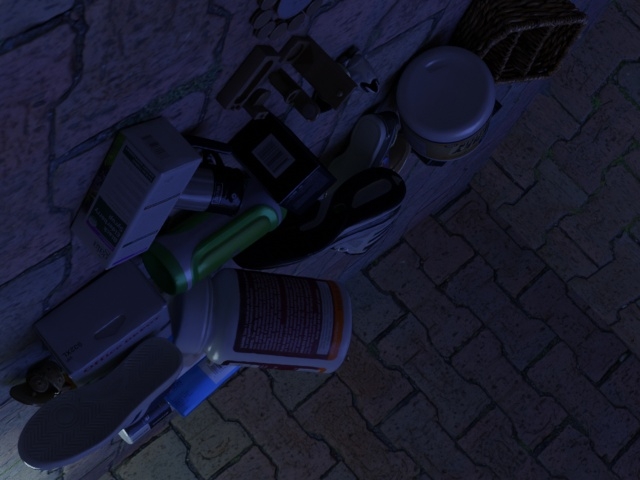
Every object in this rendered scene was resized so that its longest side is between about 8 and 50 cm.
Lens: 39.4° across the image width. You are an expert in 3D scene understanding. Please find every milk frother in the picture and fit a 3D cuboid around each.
[{"bbox_3d":[-0.215,-0.107,1.499,0.135,0.129,0.143,7,173,-31],"label":"milk frother"}]

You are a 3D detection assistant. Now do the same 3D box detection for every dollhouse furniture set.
[{"bbox_3d":[-0.053,-0.241,1.454,0.144,0.123,0.151,-47,169,24],"label":"dollhouse furniture set"}]

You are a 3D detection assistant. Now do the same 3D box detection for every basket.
[{"bbox_3d":[0.464,-0.479,2.154,0.213,0.223,0.299,-40,170,-15],"label":"basket"}]

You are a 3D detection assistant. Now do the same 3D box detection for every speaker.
[{"bbox_3d":[-0.208,-0.015,1.790,0.296,0.131,0.131,-37,168,-29],"label":"speaker"}]

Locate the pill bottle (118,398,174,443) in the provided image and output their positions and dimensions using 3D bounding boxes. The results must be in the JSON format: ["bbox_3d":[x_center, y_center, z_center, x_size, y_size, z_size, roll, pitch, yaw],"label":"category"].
[{"bbox_3d":[-0.507,0.481,2.664,0.246,0.130,0.130,-38,169,-24],"label":"pill bottle"}]

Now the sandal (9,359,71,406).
[{"bbox_3d":[-0.569,0.284,1.852,0.240,0.088,0.079,65,45,-86],"label":"sandal"}]

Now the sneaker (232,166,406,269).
[{"bbox_3d":[0.001,0.001,2.187,0.448,0.169,0.257,-22,154,-10],"label":"sneaker"}]

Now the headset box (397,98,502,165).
[{"bbox_3d":[0.375,-0.344,2.614,0.283,0.131,0.246,-46,170,16],"label":"headset box"}]

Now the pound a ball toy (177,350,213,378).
[{"bbox_3d":[-0.321,0.228,2.224,0.319,0.135,0.208,-40,-155,-16],"label":"pound a ball toy"}]

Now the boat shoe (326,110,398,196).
[{"bbox_3d":[0.105,-0.204,2.237,0.091,0.109,0.305,-28,159,-40],"label":"boat shoe"}]

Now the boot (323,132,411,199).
[{"bbox_3d":[0.127,-0.187,2.449,0.262,0.095,0.203,-44,168,21],"label":"boot"}]

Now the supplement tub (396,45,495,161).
[{"bbox_3d":[0.305,-0.321,2.179,0.228,0.228,0.316,-43,170,1],"label":"supplement tub"}]

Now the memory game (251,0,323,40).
[{"bbox_3d":[-0.032,-0.369,1.327,0.186,0.012,0.186,-40,169,-9],"label":"memory game"}]

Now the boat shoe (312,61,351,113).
[{"bbox_3d":[0.019,-0.287,1.728,0.049,0.056,0.152,-44,171,-24],"label":"boat shoe"}]

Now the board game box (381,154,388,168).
[{"bbox_3d":[0.145,-0.195,2.363,0.133,0.033,0.168,-23,123,-37],"label":"board game box"}]

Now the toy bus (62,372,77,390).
[{"bbox_3d":[-0.499,0.349,2.048,0.211,0.149,0.220,-38,155,12],"label":"toy bus"}]

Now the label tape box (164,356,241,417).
[{"bbox_3d":[-0.351,0.297,2.446,0.249,0.115,0.348,-42,-152,-5],"label":"label tape box"}]

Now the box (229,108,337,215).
[{"bbox_3d":[-0.069,-0.144,1.705,0.108,0.153,0.207,-43,169,4],"label":"box"}]

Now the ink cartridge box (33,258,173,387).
[{"bbox_3d":[-0.423,0.188,1.787,0.223,0.129,0.307,-37,169,-18],"label":"ink cartridge box"}]

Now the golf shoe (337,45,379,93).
[{"bbox_3d":[0.078,-0.312,1.767,0.069,0.086,0.176,-45,171,0],"label":"golf shoe"}]

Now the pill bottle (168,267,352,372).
[{"bbox_3d":[-0.145,0.182,2.066,0.392,0.224,0.224,8,146,-20],"label":"pill bottle"}]

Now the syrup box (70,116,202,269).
[{"bbox_3d":[-0.285,-0.069,1.366,0.096,0.093,0.237,-31,165,-50],"label":"syrup box"}]

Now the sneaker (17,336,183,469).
[{"bbox_3d":[-0.410,0.329,1.701,0.350,0.131,0.148,-32,162,-32],"label":"sneaker"}]
